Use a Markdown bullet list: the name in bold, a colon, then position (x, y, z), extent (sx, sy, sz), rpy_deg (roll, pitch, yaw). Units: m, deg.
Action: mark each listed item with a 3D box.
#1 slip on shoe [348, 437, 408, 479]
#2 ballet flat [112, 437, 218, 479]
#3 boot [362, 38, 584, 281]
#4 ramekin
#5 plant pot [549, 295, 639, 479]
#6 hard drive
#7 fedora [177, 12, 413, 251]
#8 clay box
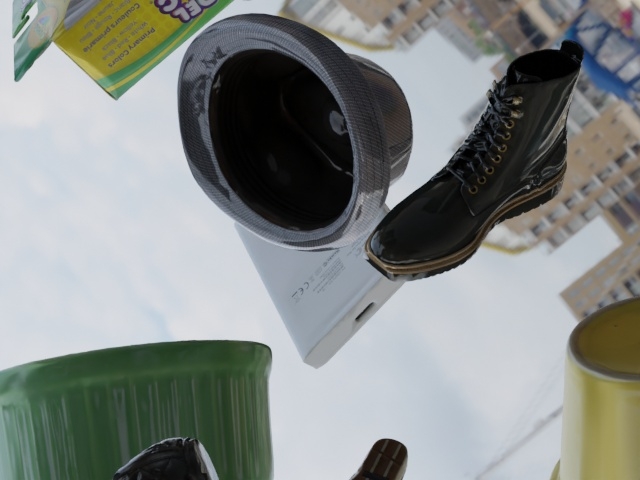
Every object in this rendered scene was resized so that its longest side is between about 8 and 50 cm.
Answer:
- **slip on shoe**: position (0.041, 0.238, 0.935), extent (0.051, 0.041, 0.135), rpy_deg (18, -145, 19)
- **ballet flat**: position (-0.069, 0.179, 0.588), extent (0.057, 0.049, 0.173), rpy_deg (-106, -1, -58)
- **boot**: position (0.115, -0.065, 0.771), extent (0.077, 0.198, 0.137), rpy_deg (39, 149, 29)
- **ramekin**: position (-0.190, 0.203, 1.038), extent (0.303, 0.303, 0.148), rpy_deg (15, -117, -60)
- **plant pot**: position (0.327, 0.189, 0.936), extent (0.254, 0.254, 0.239), rpy_deg (-81, -23, -68)
- **hard drive**: position (0.000, 0.000, 1.375), extent (0.040, 0.203, 0.307), rpy_deg (32, -162, -38)
- **fedora**: position (-0.011, -0.117, 1.038), extent (0.275, 0.244, 0.124), rpy_deg (15, -151, 42)
- **clay box**: position (-0.073, -0.168, 0.551), extent (0.053, 0.222, 0.127), rpy_deg (43, -165, -35)
